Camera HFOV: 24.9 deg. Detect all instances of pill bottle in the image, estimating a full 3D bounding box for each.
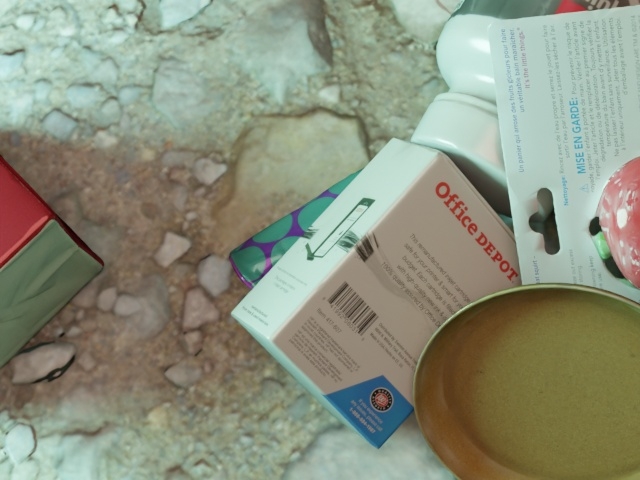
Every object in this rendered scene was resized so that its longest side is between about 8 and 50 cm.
[{"bbox_3d":[0.206,-0.182,1.212,0.176,0.176,0.319,28,80,11],"label":"pill bottle"}]

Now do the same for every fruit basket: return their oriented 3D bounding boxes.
[{"bbox_3d":[0.321,-0.036,1.096,0.353,0.165,0.327,-2,117,20],"label":"fruit basket"}]

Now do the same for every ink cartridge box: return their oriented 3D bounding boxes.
[{"bbox_3d":[0.054,0.041,1.180,0.203,0.086,0.148,-47,117,-9],"label":"ink cartridge box"}]

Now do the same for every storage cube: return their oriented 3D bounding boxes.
[{"bbox_3d":[-0.324,0.000,1.206,0.215,0.184,0.193,-44,77,-7],"label":"storage cube"}]

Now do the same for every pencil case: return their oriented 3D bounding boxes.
[{"bbox_3d":[0.000,0.000,1.240,0.151,0.064,0.070,-34,63,-4],"label":"pencil case"}]

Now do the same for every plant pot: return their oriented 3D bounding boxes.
[{"bbox_3d":[0.191,0.124,1.138,0.236,0.236,0.032,11,36,8],"label":"plant pot"}]
